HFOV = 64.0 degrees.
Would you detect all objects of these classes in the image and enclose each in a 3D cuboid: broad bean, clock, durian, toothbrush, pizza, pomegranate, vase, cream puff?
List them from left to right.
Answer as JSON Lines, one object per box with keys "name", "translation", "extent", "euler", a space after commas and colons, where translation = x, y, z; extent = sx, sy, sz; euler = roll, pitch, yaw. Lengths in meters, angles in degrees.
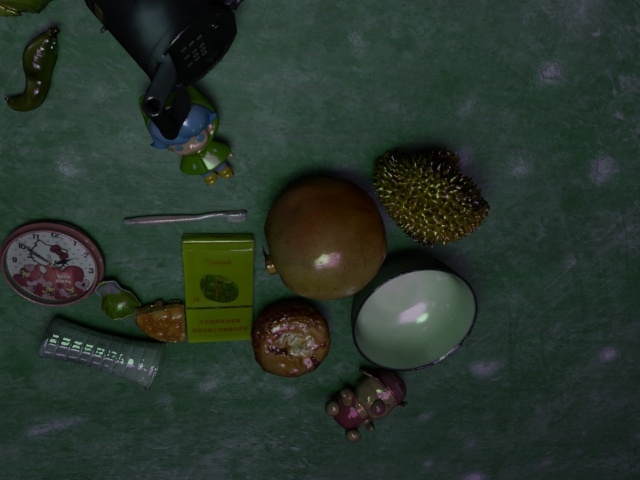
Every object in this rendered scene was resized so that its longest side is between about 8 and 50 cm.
{"name": "broad bean", "translation": [-0.597, -0.358, 1.078], "extent": [0.070, 0.048, 0.213], "euler": [29, 113, -24]}
{"name": "clock", "translation": [-0.673, 0.062, 1.290], "extent": [0.245, 0.056, 0.244], "euler": [-4, 119, -7]}
{"name": "vase", "translation": [-0.593, 0.304, 1.396], "extent": [0.299, 0.143, 0.143], "euler": [21, 113, -17]}
{"name": "pizza", "translation": [-0.427, 0.219, 1.423], "extent": [0.134, 0.046, 0.175], "euler": [-39, 127, -1]}
{"name": "toothbrush", "translation": [-0.343, -0.054, 1.307], "extent": [0.308, 0.025, 0.029], "euler": [-4, 127, -9]}
{"name": "cream puff", "translation": [-0.088, 0.279, 1.463], "extent": [0.240, 0.164, 0.239], "euler": [-7, 111, -20]}
{"name": "pomegranate", "translation": [0.000, 0.000, 1.258], "extent": [0.320, 0.319, 0.318], "euler": [-5, 119, -8]}
{"name": "durian", "translation": [0.268, -0.109, 1.276], "extent": [0.293, 0.258, 0.258], "euler": [38, 106, -21]}

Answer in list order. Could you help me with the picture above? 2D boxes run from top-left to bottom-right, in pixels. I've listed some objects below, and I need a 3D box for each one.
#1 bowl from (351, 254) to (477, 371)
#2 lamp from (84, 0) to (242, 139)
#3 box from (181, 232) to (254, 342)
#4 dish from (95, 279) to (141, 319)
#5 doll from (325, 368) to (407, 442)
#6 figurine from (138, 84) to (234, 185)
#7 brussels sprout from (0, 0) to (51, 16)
{"name": "bowl", "translation": [0.243, 0.179, 1.454], "extent": [0.354, 0.185, 0.353], "euler": [-5, 119, -8]}
{"name": "lamp", "translation": [-0.310, -0.426, 0.968], "extent": [0.272, 0.205, 0.373], "euler": [30, 84, -1]}
{"name": "box", "translation": [-0.279, 0.136, 1.411], "extent": [0.187, 0.047, 0.334], "euler": [-1, 119, -10]}
{"name": "dish", "translation": [-0.546, 0.148, 1.365], "extent": [0.091, 0.039, 0.137], "euler": [-26, 128, -6]}
{"name": "doll", "translation": [0.152, 0.512, 1.642], "extent": [0.256, 0.152, 0.196], "euler": [-34, 132, 3]}
{"name": "figurine", "translation": [-0.293, -0.236, 1.161], "extent": [0.162, 0.143, 0.263], "euler": [-18, 138, 10]}
{"name": "brussels sprout", "translation": [-0.595, -0.510, 0.954], "extent": [0.184, 0.131, 0.145], "euler": [3, 139, -13]}
